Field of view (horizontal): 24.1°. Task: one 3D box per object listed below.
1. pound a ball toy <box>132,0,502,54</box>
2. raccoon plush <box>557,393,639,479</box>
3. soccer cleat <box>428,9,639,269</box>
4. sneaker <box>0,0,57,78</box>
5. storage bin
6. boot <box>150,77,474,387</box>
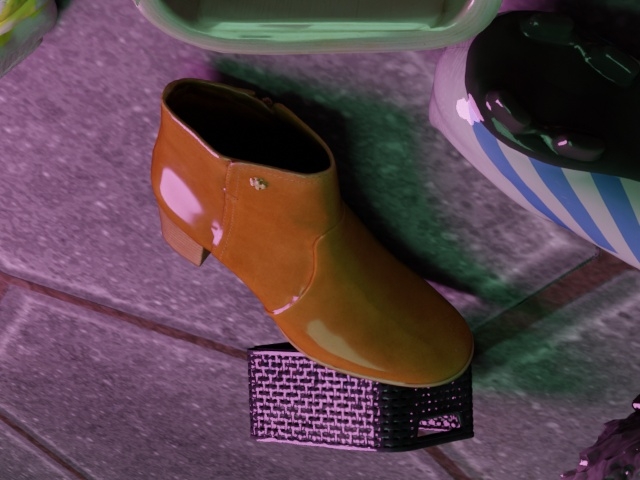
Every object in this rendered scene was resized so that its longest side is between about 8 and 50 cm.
[{"bbox_3d":[-0.022,-0.221,0.565,0.208,0.319,0.135,0,147,13],"label":"pound a ball toy"},{"bbox_3d":[0.255,-0.028,0.553,0.216,0.446,0.299,35,168,34],"label":"raccoon plush"},{"bbox_3d":[0.214,-0.033,0.910,0.331,0.116,0.143,32,169,-8],"label":"soccer cleat"},{"bbox_3d":[-0.249,-0.191,1.048,0.126,0.091,0.240,46,152,-1],"label":"sneaker"},{"bbox_3d":[0.034,0.132,1.312,0.180,0.084,0.122,-3,180,43],"label":"storage bin"},{"bbox_3d":[0.000,-0.001,1.136,0.295,0.104,0.211,28,154,4],"label":"boot"}]
